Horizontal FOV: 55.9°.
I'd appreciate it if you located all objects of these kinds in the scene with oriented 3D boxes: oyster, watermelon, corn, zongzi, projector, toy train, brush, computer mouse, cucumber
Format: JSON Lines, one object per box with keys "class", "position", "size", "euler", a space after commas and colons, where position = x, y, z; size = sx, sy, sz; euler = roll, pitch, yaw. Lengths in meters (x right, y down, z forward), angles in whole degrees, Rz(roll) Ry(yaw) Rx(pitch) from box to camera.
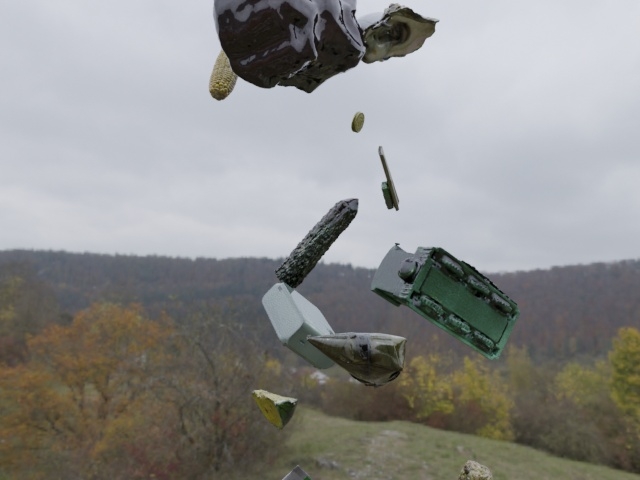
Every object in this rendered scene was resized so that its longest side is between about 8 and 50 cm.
{"class": "oyster", "position": [0.192, -0.553, 1.612], "size": [0.223, 0.083, 0.214], "euler": [-3, -16, -30]}
{"class": "watermelon", "position": [-0.160, 0.585, 2.128], "size": [0.129, 0.123, 0.301], "euler": [34, -18, -13]}
{"class": "corn", "position": [-0.304, -0.580, 2.013], "size": [0.101, 0.291, 0.101], "euler": [11, -31, 6]}
{"class": "zongzi", "position": [0.082, 0.297, 1.499], "size": [0.242, 0.112, 0.221], "euler": [6, -29, 1]}
{"class": "projector", "position": [-0.058, 0.263, 1.853], "size": [0.198, 0.108, 0.250], "euler": [41, 5, -34]}
{"class": "toy train", "position": [0.258, 0.120, 1.249], "size": [0.330, 0.138, 0.178], "euler": [34, -11, -31]}
{"class": "corn", "position": [0.325, 0.584, 1.305], "size": [0.086, 0.253, 0.086], "euler": [4, 21, -2]}
{"class": "brush", "position": [0.226, -0.207, 2.071], "size": [0.048, 0.054, 0.282], "euler": [-11, -41, 11]}
{"class": "computer mouse", "position": [0.158, -0.671, 1.943], "size": [0.184, 0.121, 0.297], "euler": [-25, 30, -32]}
{"class": "cucumber", "position": [0.000, 0.000, 1.940], "size": [0.096, 0.359, 0.096], "euler": [40, 11, -10]}

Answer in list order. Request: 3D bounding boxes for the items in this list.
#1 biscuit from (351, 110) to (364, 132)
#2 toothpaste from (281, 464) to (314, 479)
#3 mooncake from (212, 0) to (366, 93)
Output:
{"class": "biscuit", "position": [0.149, -0.469, 2.390], "size": [0.023, 0.084, 0.084], "euler": [21, -1, 24]}
{"class": "toothpaste", "position": [-0.127, 0.501, 1.010], "size": [0.075, 0.301, 0.048], "euler": [49, -7, -10]}
{"class": "mooncake", "position": [-0.062, -0.517, 1.371], "size": [0.212, 0.350, 0.381], "euler": [-16, 14, 35]}
